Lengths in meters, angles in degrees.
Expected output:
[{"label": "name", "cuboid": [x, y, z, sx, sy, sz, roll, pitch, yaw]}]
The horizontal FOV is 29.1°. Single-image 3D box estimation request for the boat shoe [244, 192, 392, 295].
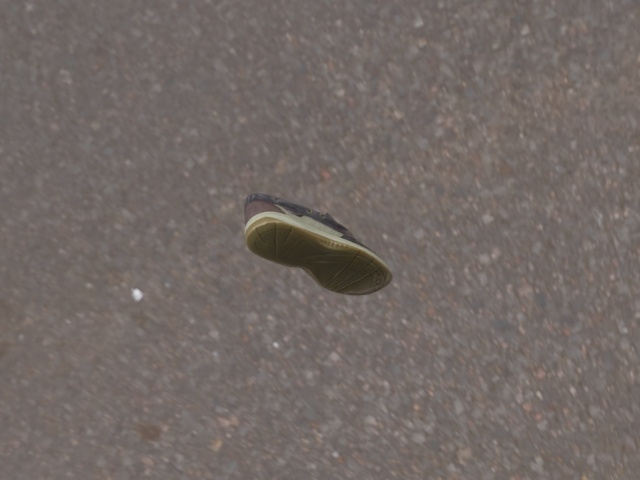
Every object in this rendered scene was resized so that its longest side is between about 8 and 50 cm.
[{"label": "boat shoe", "cuboid": [-0.001, 0.000, 1.459, 0.080, 0.223, 0.073, -38, 47, 31]}]
